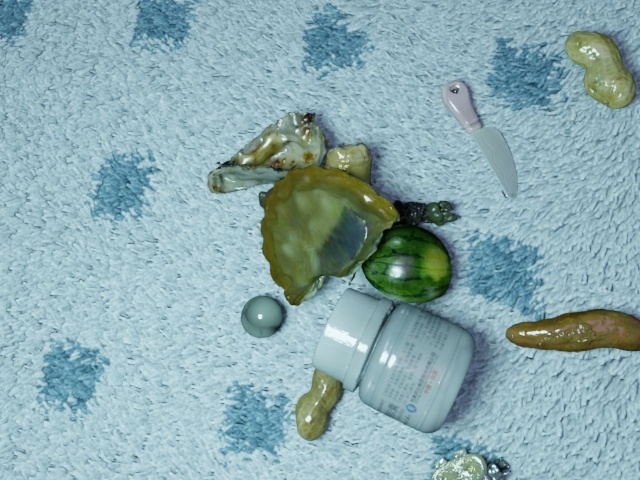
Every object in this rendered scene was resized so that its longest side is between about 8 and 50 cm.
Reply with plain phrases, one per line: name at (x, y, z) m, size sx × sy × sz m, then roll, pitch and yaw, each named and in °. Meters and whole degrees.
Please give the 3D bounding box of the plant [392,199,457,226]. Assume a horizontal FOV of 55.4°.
plant at (0.244, -0.065, 1.491) m, size 0.174 × 0.087 × 0.085 m, roll -5°, pitch 108°, yaw 12°

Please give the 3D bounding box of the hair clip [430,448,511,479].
hair clip at (0.337, 0.542, 1.367) m, size 0.187 × 0.056 × 0.146 m, roll -28°, pitch 70°, yaw 5°

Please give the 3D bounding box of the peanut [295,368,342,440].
peanut at (-0.005, 0.374, 1.436) m, size 0.089 × 0.089 × 0.192 m, roll 24°, pitch 79°, yaw 12°

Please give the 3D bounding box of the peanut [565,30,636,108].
peanut at (0.684, -0.421, 1.487) m, size 0.103 × 0.098 × 0.229 m, roll -14°, pitch 73°, yaw -22°

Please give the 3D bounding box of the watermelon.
watermelon at (0.200, 0.037, 1.415) m, size 0.232 × 0.127 × 0.204 m, roll 16°, pitch 45°, yaw 3°

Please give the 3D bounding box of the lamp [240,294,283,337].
lamp at (-0.141, 0.185, 1.478) m, size 0.105 × 0.105 × 0.105 m, roll -2°, pitch 79°, yaw 8°

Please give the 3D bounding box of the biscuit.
biscuit at (0.000, 0.000, 1.388) m, size 0.329 × 0.078 × 0.335 m, roll 18°, pitch 99°, yaw 24°

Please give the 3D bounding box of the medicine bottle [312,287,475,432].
medicine bottle at (0.159, 0.255, 1.350) m, size 0.306 × 0.245 × 0.245 m, roll 24°, pitch 83°, yaw 13°

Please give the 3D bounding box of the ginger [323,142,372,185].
ginger at (0.032, -0.071, 1.484) m, size 0.126 × 0.190 × 0.354 m, roll 33°, pitch 96°, yaw 40°

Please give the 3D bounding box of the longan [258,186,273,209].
longan at (-0.100, -0.091, 1.526) m, size 0.119 × 0.106 × 0.106 m, roll 16°, pitch 81°, yaw -8°

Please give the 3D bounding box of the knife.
knife at (0.412, -0.258, 1.531) m, size 0.081 × 0.043 × 0.336 m, roll -29°, pitch 83°, yaw -5°

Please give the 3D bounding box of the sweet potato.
sweet potato at (0.603, 0.201, 1.373) m, size 0.355 × 0.106 × 0.095 m, roll 1°, pitch 45°, yaw 8°

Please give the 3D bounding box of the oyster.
oyster at (-0.138, -0.195, 1.527) m, size 0.337 × 0.133 × 0.197 m, roll -17°, pitch 43°, yaw 10°
